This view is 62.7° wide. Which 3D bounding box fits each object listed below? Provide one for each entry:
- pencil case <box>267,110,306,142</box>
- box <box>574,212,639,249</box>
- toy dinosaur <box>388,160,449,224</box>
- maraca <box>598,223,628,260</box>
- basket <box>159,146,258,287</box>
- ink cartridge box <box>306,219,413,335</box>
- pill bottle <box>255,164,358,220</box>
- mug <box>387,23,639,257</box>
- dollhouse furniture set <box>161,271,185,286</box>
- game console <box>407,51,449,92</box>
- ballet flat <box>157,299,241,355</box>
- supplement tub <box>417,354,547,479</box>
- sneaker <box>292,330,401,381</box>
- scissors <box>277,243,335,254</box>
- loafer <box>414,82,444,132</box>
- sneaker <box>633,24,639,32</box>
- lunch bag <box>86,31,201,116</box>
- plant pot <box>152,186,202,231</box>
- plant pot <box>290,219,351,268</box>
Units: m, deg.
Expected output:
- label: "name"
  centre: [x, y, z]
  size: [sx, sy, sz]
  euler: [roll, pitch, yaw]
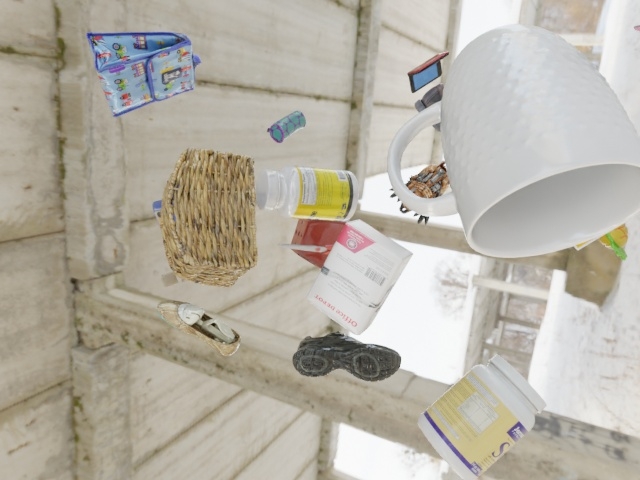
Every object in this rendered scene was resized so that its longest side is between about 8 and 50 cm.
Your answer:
- label: "pencil case"
  centre: [-0.108, -0.376, 1.737]
  size: [0.152, 0.064, 0.070]
  euler: [-45, -9, -47]
- label: "box"
  centre: [0.822, -0.082, 1.563]
  size: [0.203, 0.103, 0.114]
  euler: [-41, 1, 34]
- label: "toy dinosaur"
  centre: [0.357, -0.171, 1.710]
  size: [0.322, 0.164, 0.218]
  euler: [-18, -19, -28]
- label: "maraca"
  centre: [1.056, -0.014, 1.895]
  size: [0.127, 0.099, 0.185]
  euler: [24, -131, -28]
- label: "basket"
  centre: [-0.285, -0.047, 1.285]
  size: [0.214, 0.223, 0.299]
  euler: [3, -108, -24]
- label: "ink cartridge box"
  centre: [0.097, 0.093, 1.340]
  size: [0.237, 0.172, 0.100]
  euler: [-63, -18, 20]
- label: "pill bottle"
  centre: [-0.049, -0.168, 1.863]
  size: [0.334, 0.188, 0.187]
  euler: [2, -79, -24]
- label: "mug"
  centre: [0.292, -0.163, 0.876]
  size: [0.276, 0.374, 0.328]
  euler: [44, -147, -56]
- label: "dollhouse furniture set"
  centre: [-0.433, -0.038, 1.896]
  size: [0.356, 0.174, 0.303]
  euler: [-20, -97, -45]
- label: "game console"
  centre: [0.396, -0.604, 1.899]
  size: [0.144, 0.124, 0.085]
  euler: [-34, -71, -7]
- label: "ballet flat"
  centre: [-0.263, 0.183, 1.174]
  size: [0.206, 0.067, 0.073]
  euler: [34, -144, -20]
- label: "supplement tub"
  centre: [0.493, 0.537, 1.614]
  size: [0.331, 0.241, 0.241]
  euler: [-42, -30, 1]
- label: "sneaker"
  centre: [0.073, 0.296, 1.407]
  size: [0.130, 0.286, 0.109]
  euler: [-78, -6, -67]
- label: "scissors"
  centre: [0.008, 0.037, 1.756]
  size: [0.021, 0.297, 0.109]
  euler: [-102, 8, -46]
- label: "loafer"
  centre: [0.390, -0.303, 1.430]
  size: [0.303, 0.095, 0.109]
  euler: [34, -154, -22]
- label: "sneaker"
  centre: [0.821, -0.647, 1.242]
  size: [0.112, 0.131, 0.318]
  euler: [-21, -64, -38]
- label: "lunch bag"
  centre: [-0.500, -0.509, 1.550]
  size: [0.221, 0.293, 0.138]
  euler: [112, 139, -67]
- label: "plant pot"
  centre: [-0.377, -0.071, 1.664]
  size: [0.212, 0.236, 0.235]
  euler: [-56, -47, -59]
- label: "plant pot"
  centre: [0.000, 0.000, 2.548]
  size: [0.267, 0.236, 0.267]
  euler: [-148, 74, -73]
